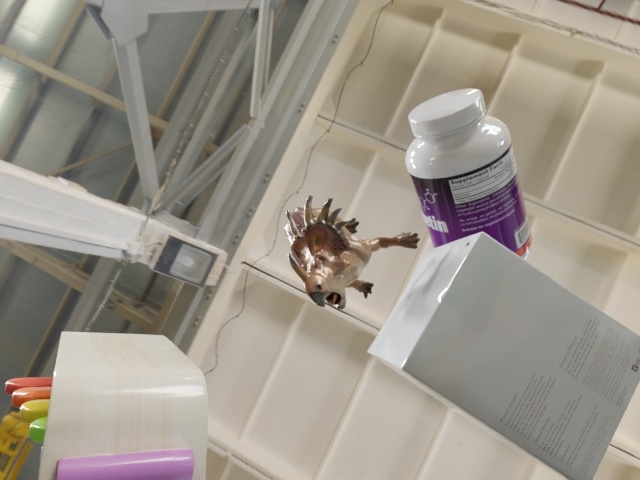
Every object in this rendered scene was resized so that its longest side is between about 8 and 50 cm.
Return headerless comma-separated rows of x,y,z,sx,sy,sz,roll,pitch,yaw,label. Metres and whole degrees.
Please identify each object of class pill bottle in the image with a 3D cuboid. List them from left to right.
0.266,-0.097,0.846,0.181,0.181,0.323,-22,-64,6,pill bottle

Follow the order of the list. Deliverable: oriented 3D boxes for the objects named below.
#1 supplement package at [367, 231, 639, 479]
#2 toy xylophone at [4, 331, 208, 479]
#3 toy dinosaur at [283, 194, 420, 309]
0.242,0.152,0.645,0.262,0.198,0.199,34,-100,-1,supplement package
-0.231,0.145,0.456,0.236,0.322,0.081,8,-95,-19,toy xylophone
0.000,0.000,0.693,0.200,0.295,0.127,19,-86,-33,toy dinosaur
